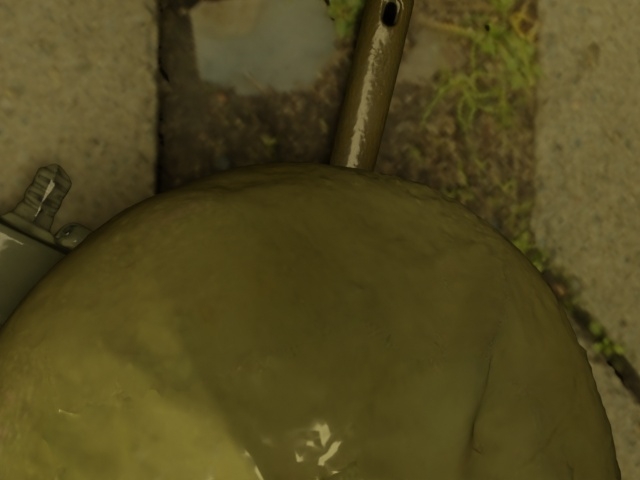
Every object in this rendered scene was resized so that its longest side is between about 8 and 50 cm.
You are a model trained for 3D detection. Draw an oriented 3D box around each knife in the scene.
[{"bbox_3d":[-0.001,0.000,1.006,0.047,0.017,0.298,14,87,-21],"label":"knife"}]

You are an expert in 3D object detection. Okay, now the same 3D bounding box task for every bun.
[{"bbox_3d":[-0.002,0.147,0.893,0.364,0.202,0.364,-2,97,-19],"label":"bun"}]

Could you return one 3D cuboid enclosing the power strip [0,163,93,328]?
[{"bbox_3d":[-0.204,0.116,0.954,0.098,0.058,0.338,27,89,-18],"label":"power strip"}]
